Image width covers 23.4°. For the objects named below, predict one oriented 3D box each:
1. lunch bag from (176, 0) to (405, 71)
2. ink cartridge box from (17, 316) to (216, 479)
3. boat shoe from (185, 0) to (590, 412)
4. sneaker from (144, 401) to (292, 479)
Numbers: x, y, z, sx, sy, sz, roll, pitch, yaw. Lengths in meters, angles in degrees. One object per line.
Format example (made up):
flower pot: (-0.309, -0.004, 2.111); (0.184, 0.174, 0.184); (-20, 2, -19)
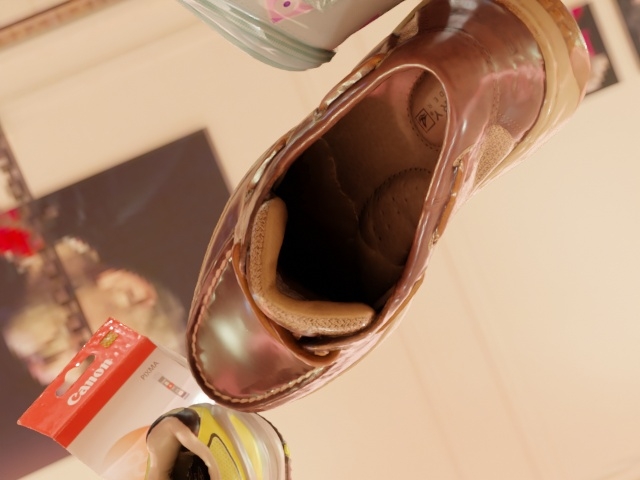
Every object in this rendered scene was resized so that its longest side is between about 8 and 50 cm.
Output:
lunch bag: (-0.068, -0.206, 0.688); (0.108, 0.224, 0.279); (-32, 147, 26)
ink cartridge box: (-0.195, 0.168, 1.554); (0.145, 0.045, 0.179); (-48, 144, 3)
boat shoe: (0.000, 0.000, 0.799); (0.123, 0.123, 0.342); (-38, 174, -45)
sneaker: (-0.116, 0.328, 1.341); (0.145, 0.385, 0.147); (-13, 158, 27)
